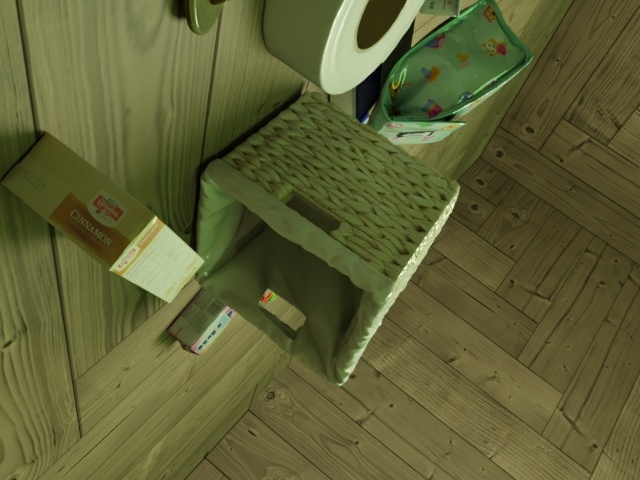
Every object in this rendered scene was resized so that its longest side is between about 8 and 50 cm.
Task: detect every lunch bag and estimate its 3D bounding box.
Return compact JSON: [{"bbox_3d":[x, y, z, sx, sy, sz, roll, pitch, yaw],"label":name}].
[{"bbox_3d":[0.195,-0.260,1.176,0.262,0.160,0.223,-39,-177,-3],"label":"lunch bag"}]

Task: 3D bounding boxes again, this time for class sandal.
[{"bbox_3d":[-0.078,-0.284,0.686,0.180,0.049,0.072,-55,168,10],"label":"sandal"}]

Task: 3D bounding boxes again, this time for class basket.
[{"bbox_3d":[0.000,0.000,1.125,0.266,0.328,0.331,-47,166,-34],"label":"basket"}]

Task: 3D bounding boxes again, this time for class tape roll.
[{"bbox_3d":[0.052,-0.337,0.906,0.286,0.100,0.286,-50,167,-16],"label":"tape roll"}]

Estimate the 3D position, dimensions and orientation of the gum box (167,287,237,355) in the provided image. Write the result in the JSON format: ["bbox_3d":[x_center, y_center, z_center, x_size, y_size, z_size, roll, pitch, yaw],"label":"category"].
[{"bbox_3d":[-0.210,0.138,1.346,0.188,0.062,0.107,-50,167,-12],"label":"gum box"}]

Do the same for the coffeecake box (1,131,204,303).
[{"bbox_3d":[-0.215,-0.015,0.714,0.068,0.142,0.185,-51,167,-9],"label":"coffeecake box"}]

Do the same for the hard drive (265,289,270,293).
[{"bbox_3d":[-0.073,0.062,1.331,0.135,0.022,0.094,-30,164,-14],"label":"hard drive"}]

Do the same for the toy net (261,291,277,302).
[{"bbox_3d":[-0.119,0.079,1.576,0.122,0.045,0.232,-51,166,-1],"label":"toy net"}]

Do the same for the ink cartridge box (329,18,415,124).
[{"bbox_3d":[0.092,-0.296,1.246,0.175,0.069,0.371,-51,170,-12],"label":"ink cartridge box"}]

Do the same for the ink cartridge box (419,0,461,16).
[{"bbox_3d":[0.191,-0.414,1.086,0.180,0.060,0.104,-73,169,-66],"label":"ink cartridge box"}]
